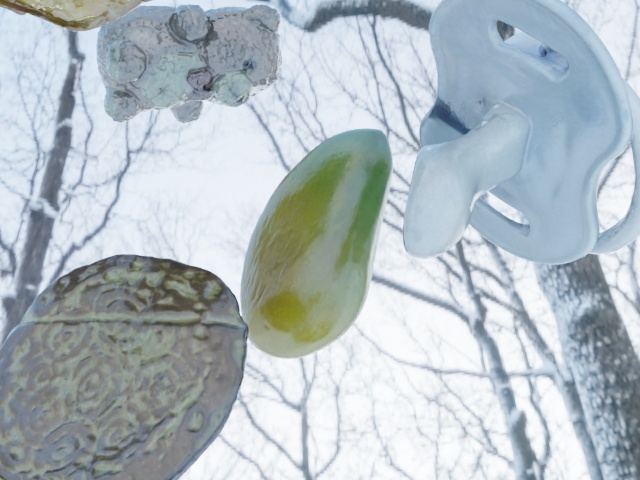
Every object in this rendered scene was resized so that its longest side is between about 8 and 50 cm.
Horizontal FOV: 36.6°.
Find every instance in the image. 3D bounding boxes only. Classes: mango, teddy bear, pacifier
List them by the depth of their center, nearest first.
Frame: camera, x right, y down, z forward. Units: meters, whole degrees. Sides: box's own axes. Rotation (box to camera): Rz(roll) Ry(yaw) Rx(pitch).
[{"bbox_3d":[0.141,-0.061,0.786,0.207,0.227,0.279,-34,-33,-25],"label":"pacifier"},{"bbox_3d":[-0.006,0.001,0.950,0.137,0.237,0.091,6,-16,33],"label":"mango"},{"bbox_3d":[-0.187,-0.257,1.394,0.267,0.151,0.236,3,-30,-14],"label":"teddy bear"}]

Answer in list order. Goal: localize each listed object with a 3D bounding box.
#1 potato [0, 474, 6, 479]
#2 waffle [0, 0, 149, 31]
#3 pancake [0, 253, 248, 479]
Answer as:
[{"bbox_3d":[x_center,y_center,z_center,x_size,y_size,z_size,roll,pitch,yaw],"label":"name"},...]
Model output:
[{"bbox_3d":[-0.189,0.141,0.302,0.202,0.351,0.218,-7,-37,-54],"label":"potato"},{"bbox_3d":[-0.227,-0.278,0.776,0.304,0.078,0.348,-13,-13,32],"label":"waffle"},{"bbox_3d":[-0.182,0.119,0.817,0.250,0.250,0.031,-14,-35,10],"label":"pancake"}]
